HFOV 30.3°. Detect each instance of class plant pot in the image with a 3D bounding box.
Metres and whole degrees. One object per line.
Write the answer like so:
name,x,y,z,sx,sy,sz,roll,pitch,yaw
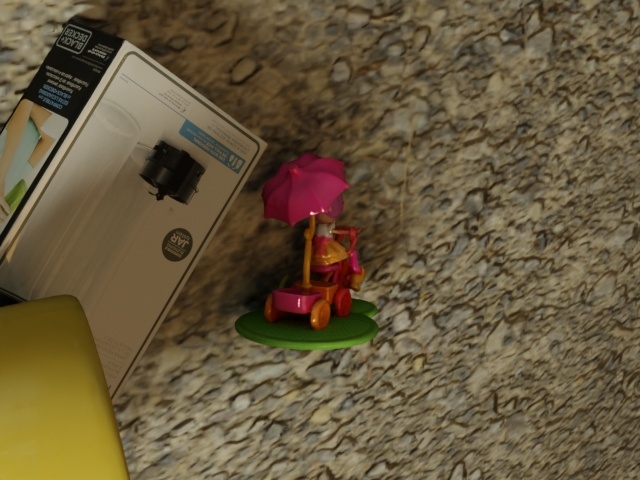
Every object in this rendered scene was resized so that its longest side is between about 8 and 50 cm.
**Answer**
plant pot,-0.241,0.179,0.719,0.239,0.254,0.254,-12,118,-17

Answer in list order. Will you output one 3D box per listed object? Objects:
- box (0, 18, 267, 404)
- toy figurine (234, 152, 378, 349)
box,-0.186,0.002,0.900,0.169,0.087,0.290,36,83,-45
toy figurine,0.000,0.000,1.069,0.173,0.130,0.159,-19,113,-61
